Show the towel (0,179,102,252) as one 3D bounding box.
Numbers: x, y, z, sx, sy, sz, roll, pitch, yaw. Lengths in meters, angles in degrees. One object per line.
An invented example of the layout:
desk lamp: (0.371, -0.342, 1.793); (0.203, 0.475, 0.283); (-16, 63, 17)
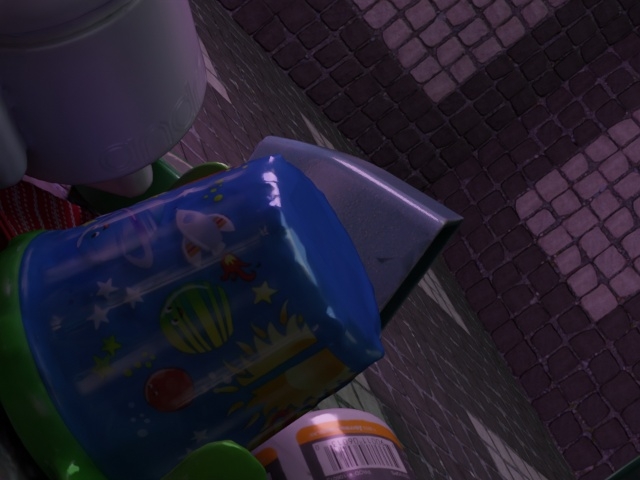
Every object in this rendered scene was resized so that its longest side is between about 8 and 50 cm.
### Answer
towel: (-0.203, 0.033, 1.055); (0.199, 0.031, 0.275); (58, 12, 24)

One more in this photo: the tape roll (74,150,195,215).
tape roll: (-0.100, -0.002, 1.219); (0.321, 0.077, 0.321); (35, 2, -1)

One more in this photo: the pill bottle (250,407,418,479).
pill bottle: (0.034, 0.278, 0.905); (0.162, 0.162, 0.278); (41, 16, -46)

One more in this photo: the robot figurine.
robot figurine: (-0.206, -0.185, 0.948); (0.353, 0.199, 0.300); (78, 28, -55)

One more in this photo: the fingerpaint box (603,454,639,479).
fingerpaint box: (0.145, 0.317, 0.477); (0.371, 0.445, 0.163); (58, 13, 25)

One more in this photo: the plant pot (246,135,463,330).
plant pot: (0.000, 0.000, 1.504); (0.252, 0.247, 0.248); (37, 8, 9)

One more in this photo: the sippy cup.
sippy cup: (-0.084, 0.058, 0.858); (0.240, 0.224, 0.305); (31, 34, -64)
